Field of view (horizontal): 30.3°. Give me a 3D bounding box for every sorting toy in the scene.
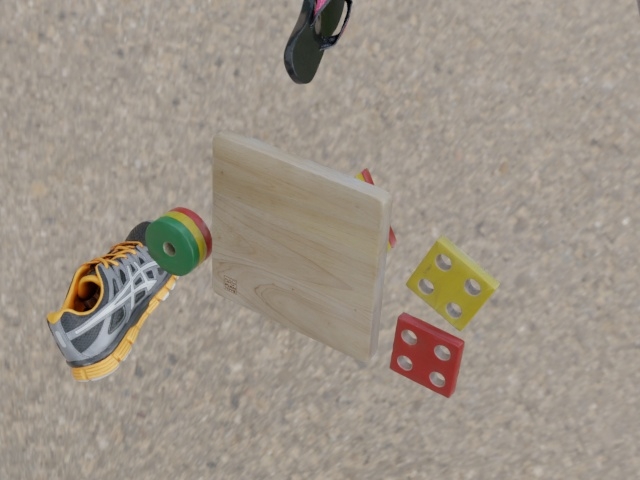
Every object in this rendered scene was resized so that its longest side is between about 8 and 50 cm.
[{"bbox_3d":[0.000,0.000,0.794,0.274,0.132,0.046,23,39,26],"label":"sorting toy"}]

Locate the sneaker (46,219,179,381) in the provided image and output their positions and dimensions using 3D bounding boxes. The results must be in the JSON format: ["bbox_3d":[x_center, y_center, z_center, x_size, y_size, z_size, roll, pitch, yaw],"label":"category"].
[{"bbox_3d":[-0.213,0.045,1.232,0.083,0.084,0.215,58,34,-30],"label":"sneaker"}]

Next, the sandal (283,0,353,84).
[{"bbox_3d":[0.007,-0.240,1.277,0.040,0.067,0.179,-7,49,31],"label":"sandal"}]

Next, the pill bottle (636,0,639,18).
[{"bbox_3d":[0.155,-0.085,0.369,0.112,0.112,0.187,-28,114,-20],"label":"pill bottle"}]
